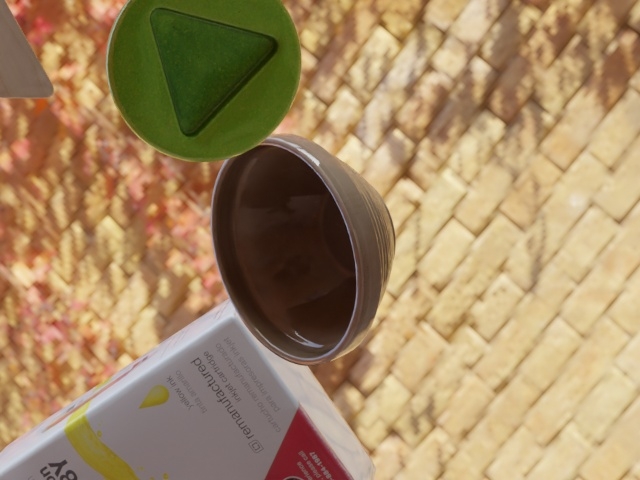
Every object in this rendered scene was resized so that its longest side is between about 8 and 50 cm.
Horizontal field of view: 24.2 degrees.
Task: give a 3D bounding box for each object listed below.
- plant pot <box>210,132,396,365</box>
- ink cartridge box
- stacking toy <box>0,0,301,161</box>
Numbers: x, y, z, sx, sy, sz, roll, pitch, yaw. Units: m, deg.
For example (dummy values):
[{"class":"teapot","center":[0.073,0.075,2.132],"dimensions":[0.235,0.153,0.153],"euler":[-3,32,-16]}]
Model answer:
[{"class":"plant pot","center":[0.000,0.000,1.532],"dimensions":[0.109,0.237,0.237],"euler":[-18,-35,-38]},{"class":"ink cartridge box","center":[-0.169,0.282,1.766],"dimensions":[0.384,0.279,0.160],"euler":[-34,7,10]},{"class":"stacking toy","center":[-0.132,-0.211,1.006],"dimensions":[0.308,0.130,0.280],"euler":[10,-80,-18]}]
